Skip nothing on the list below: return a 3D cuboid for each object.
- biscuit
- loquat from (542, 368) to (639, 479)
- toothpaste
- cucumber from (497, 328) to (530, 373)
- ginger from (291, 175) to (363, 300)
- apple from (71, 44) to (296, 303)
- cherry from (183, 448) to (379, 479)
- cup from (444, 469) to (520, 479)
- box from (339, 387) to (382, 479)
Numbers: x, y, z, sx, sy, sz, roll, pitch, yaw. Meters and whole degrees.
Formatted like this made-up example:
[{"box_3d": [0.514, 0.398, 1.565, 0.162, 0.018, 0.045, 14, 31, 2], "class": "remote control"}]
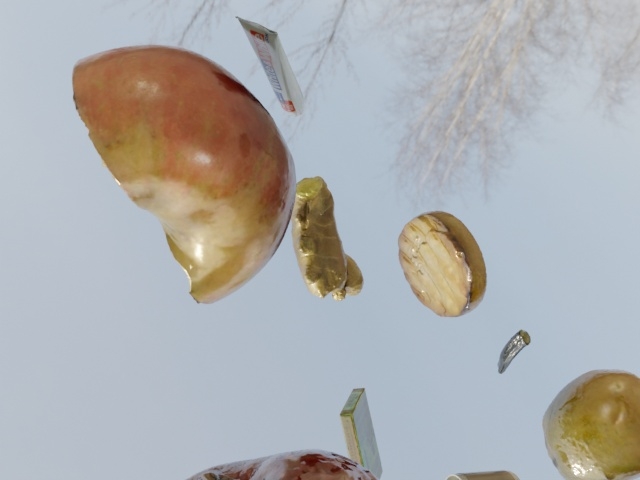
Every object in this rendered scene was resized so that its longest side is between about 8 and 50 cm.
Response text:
[{"box_3d": [0.327, 0.060, 1.868, 0.102, 0.296, 0.296, -20, -123, -29], "class": "biscuit"}, {"box_3d": [0.647, 0.429, 1.610, 0.283, 0.276, 0.276, -26, -127, -1], "class": "loquat"}, {"box_3d": [-0.051, -0.204, 0.845, 0.052, 0.033, 0.218, 26, 171, 14], "class": "toothpaste"}, {"box_3d": [0.371, 0.217, 1.372, 0.034, 0.135, 0.033, 28, -132, 5], "class": "cucumber"}, {"box_3d": [-0.005, 0.011, 1.074, 0.115, 0.081, 0.205, -32, -77, -27], "class": "ginger"}, {"box_3d": [-0.121, -0.093, 0.773, 0.163, 0.293, 0.251, -24, -144, 2], "class": "apple"}, {"box_3d": [-0.061, 0.390, 0.760, 0.326, 0.335, 0.291, 8, -172, 10], "class": "cherry"}, {"box_3d": [0.237, 0.383, 1.007, 0.099, 0.074, 0.102, 2, -97, -21], "class": "cup"}, {"box_3d": [0.084, 0.412, 1.422, 0.030, 0.193, 0.121, -8, -170, 18], "class": "box"}]
